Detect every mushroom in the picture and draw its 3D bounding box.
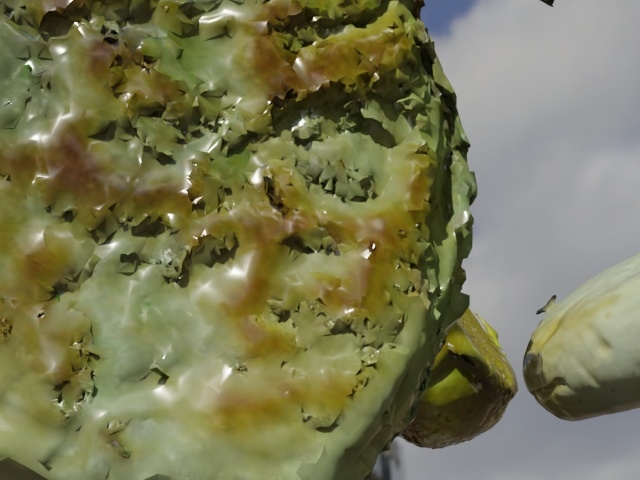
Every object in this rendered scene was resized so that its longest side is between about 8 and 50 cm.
[{"bbox_3d":[0.202,0.012,0.706,0.100,0.081,0.312,-36,4,-33],"label":"mushroom"}]

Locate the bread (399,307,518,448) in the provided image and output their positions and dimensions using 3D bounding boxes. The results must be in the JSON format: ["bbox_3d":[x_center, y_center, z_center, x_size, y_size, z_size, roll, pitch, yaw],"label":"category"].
[{"bbox_3d":[0.000,0.000,1.201,0.112,0.383,0.166,-41,-26,9],"label":"bread"}]

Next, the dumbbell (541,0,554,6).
[{"bbox_3d":[0.220,-0.269,1.212,0.099,0.099,0.208,18,-73,-41],"label":"dumbbell"}]

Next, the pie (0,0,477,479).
[{"bbox_3d":[-0.129,-0.070,0.721,0.395,0.418,0.180,-1,-22,1],"label":"pie"}]
